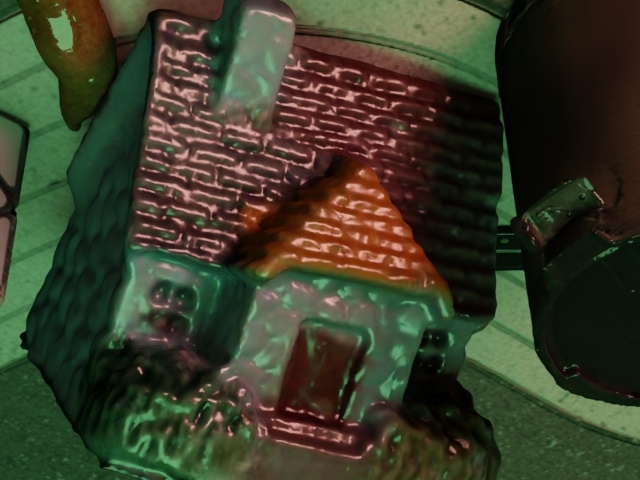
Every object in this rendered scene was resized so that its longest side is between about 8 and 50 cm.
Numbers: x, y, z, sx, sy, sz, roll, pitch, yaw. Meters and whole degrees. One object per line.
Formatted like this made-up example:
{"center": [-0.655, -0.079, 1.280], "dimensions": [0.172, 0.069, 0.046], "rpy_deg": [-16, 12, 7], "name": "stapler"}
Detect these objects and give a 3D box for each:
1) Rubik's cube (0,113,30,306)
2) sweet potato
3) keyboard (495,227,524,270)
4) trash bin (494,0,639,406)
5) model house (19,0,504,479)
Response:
{"center": [-0.370, -0.005, 1.415], "dimensions": [0.207, 0.205, 0.205], "rpy_deg": [25, 129, -22], "name": "Rubik's cube"}
{"center": [-0.197, -0.175, 1.348], "dimensions": [0.067, 0.059, 0.281], "rpy_deg": [0, 135, 12], "name": "sweet potato"}
{"center": [0.210, 0.008, 1.574], "dimensions": [0.155, 0.010, 0.053], "rpy_deg": [1, 136, -2], "name": "keyboard"}
{"center": [0.241, -0.048, 1.310], "dimensions": [0.252, 0.301, 0.203], "rpy_deg": [28, 128, -25], "name": "trash bin"}
{"center": [0.000, 0.000, 1.393], "dimensions": [0.360, 0.297, 0.339], "rpy_deg": [13, 102, -24], "name": "model house"}
